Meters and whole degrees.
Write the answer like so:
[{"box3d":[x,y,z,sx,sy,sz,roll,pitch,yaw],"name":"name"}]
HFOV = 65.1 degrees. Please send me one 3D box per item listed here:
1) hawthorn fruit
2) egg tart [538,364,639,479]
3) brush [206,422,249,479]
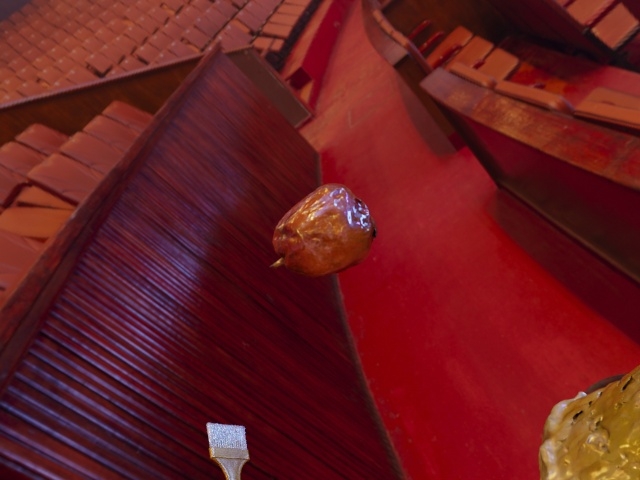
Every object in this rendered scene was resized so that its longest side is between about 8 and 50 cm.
[{"box3d":[0.012,-0.009,0.891,0.173,0.173,0.179,-20,22,44],"name":"hawthorn fruit"},{"box3d":[0.448,0.221,0.498,0.443,0.178,0.443,-5,14,1],"name":"egg tart"},{"box3d":[-0.165,0.491,0.981,0.013,0.103,0.272,-40,48,22],"name":"brush"}]
